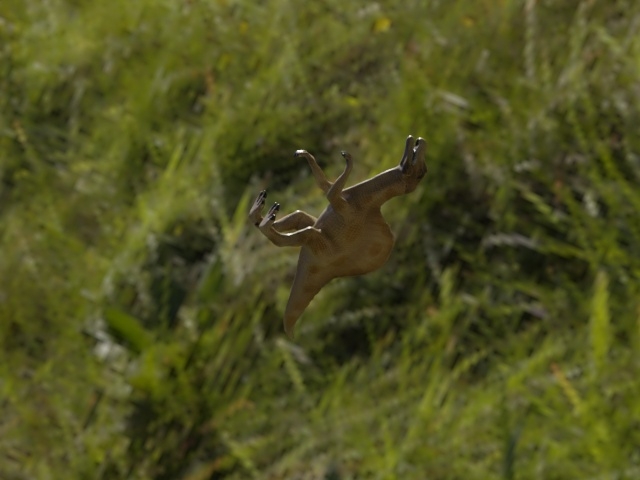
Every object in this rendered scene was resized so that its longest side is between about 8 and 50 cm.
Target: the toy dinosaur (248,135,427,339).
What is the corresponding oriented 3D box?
[{"bbox_3d":[0.000,0.000,1.166,0.183,0.092,0.053,-53,19,25],"label":"toy dinosaur"}]
